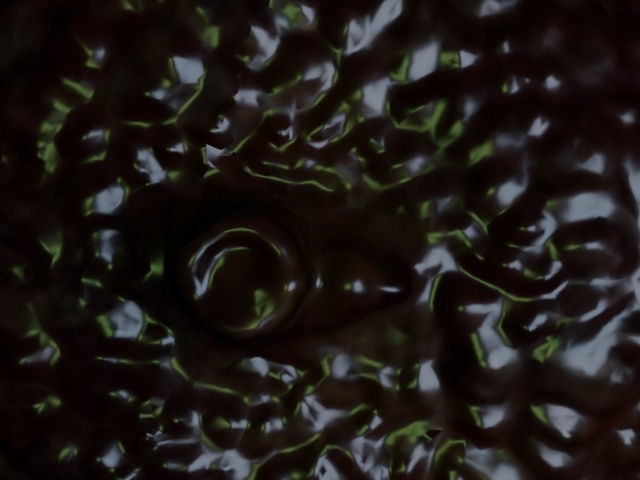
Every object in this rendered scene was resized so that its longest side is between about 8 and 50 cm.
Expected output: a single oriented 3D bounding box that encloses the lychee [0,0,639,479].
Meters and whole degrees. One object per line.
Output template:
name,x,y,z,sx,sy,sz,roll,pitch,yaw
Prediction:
lychee,0.000,0.000,0.588,0.260,0.260,0.260,-17,114,-45
